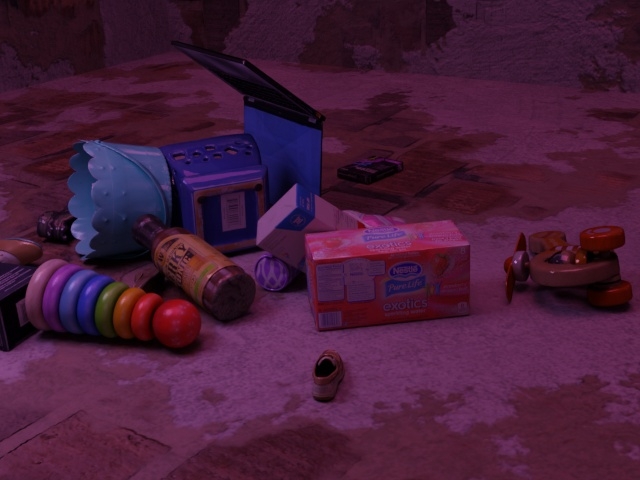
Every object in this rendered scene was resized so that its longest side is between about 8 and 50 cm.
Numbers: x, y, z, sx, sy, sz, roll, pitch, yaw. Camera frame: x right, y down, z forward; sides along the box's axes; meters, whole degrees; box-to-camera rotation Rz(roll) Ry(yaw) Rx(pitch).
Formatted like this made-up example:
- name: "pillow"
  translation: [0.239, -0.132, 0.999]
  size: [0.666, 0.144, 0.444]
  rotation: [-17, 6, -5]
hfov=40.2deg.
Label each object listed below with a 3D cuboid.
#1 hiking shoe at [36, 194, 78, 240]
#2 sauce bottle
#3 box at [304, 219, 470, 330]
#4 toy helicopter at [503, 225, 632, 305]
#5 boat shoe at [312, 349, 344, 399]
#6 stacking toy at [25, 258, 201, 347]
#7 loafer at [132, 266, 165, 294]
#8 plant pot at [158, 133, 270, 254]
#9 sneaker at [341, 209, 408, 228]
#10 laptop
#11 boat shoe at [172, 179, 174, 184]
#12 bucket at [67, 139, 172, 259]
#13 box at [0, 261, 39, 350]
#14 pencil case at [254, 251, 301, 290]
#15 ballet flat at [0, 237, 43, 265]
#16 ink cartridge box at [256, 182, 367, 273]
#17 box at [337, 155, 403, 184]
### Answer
- name: "hiking shoe"
  translation: [-0.589, -0.051, 2.172]
  size: [0.114, 0.086, 0.227]
  rotation: [22, 36, 21]
- name: "sauce bottle"
  translation: [-0.272, 0.043, 1.785]
  size: [0.111, 0.111, 0.344]
  rotation: [-20, 35, -36]
- name: "box"
  translation: [0.126, 0.062, 1.685]
  size: [0.300, 0.154, 0.142]
  rotation: [-6, 23, -6]
- name: "toy helicopter"
  translation: [0.475, 0.038, 1.788]
  size: [0.235, 0.140, 0.355]
  rotation: [-11, 11, 5]
- name: "boat shoe"
  translation: [0.013, 0.215, 1.466]
  size: [0.050, 0.045, 0.135]
  rotation: [-1, 22, 5]
- name: "stacking toy"
  translation: [-0.375, 0.126, 1.635]
  size: [0.330, 0.141, 0.141]
  rotation: [9, 25, 17]
- name: "loafer"
  translation: [-0.363, 0.093, 1.807]
  size: [0.050, 0.056, 0.148]
  rotation: [0, 12, 8]
- name: "plant pot"
  translation: [-0.235, -0.095, 2.023]
  size: [0.236, 0.236, 0.212]
  rotation: [-10, 29, -19]
- name: "sneaker"
  translation: [0.134, -0.005, 1.938]
  size: [0.111, 0.103, 0.252]
  rotation: [-18, 33, -41]
- name: "laptop"
  translation: [-0.184, -0.264, 2.140]
  size: [0.408, 0.236, 0.382]
  rotation: [31, -2, -38]
- name: "boat shoe"
  translation: [-0.354, -0.116, 2.251]
  size: [0.320, 0.099, 0.116]
  rotation: [-6, 23, -7]
- name: "bucket"
  translation: [-0.458, -0.093, 1.993]
  size: [0.183, 0.281, 0.281]
  rotation: [-4, 21, -26]
- name: "box"
  translation: [-0.646, 0.120, 1.699]
  size: [0.207, 0.108, 0.153]
  rotation: [6, 24, 23]
- name: "pencil case"
  translation: [-0.067, 0.032, 1.869]
  size: [0.086, 0.088, 0.206]
  rotation: [13, 27, 15]
- name: "ballet flat"
  translation: [-0.740, 0.038, 1.987]
  size: [0.232, 0.080, 0.073]
  rotation: [2, 51, 19]
- name: "ink cartridge box"
  translation: [0.000, 0.000, 1.782]
  size: [0.231, 0.134, 0.078]
  rotation: [30, 35, -26]
- name: "box"
  translation: [0.142, -0.203, 2.493]
  size: [0.116, 0.029, 0.162]
  rotation: [17, 31, 39]
